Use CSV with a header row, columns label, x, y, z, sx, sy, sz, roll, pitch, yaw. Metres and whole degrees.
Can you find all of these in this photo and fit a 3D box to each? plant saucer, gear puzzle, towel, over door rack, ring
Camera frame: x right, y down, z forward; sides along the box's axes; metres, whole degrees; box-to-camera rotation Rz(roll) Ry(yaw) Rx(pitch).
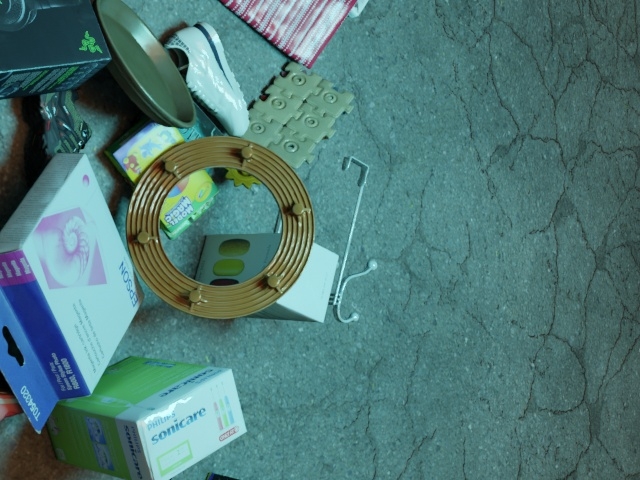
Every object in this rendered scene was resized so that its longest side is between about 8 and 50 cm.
label,x,y,z,sx,sy,sz,roll,pitch,yaw
plant saucer,-0.314,-0.307,1.812,0.278,0.041,0.278,54,12,-18
gear puzzle,-0.076,-0.214,2.099,0.339,0.175,0.044,-54,168,-32
towel,-0.063,-0.500,2.107,0.274,0.031,0.199,33,95,-33
over door rack,0.000,0.000,2.091,0.108,0.239,0.325,10,83,-44
ring,-0.177,-0.028,1.837,0.336,0.032,0.337,1,77,-6

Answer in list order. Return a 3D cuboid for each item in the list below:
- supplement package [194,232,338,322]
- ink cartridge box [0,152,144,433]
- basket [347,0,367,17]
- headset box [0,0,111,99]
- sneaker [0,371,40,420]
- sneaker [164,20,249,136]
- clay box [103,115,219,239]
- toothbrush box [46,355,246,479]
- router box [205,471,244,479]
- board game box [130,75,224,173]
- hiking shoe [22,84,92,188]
label,x,y,z,sx,sy,sz,roll,pitch,yaw
supplement package,-0.109,0.071,1.974,0.133,0.244,0.139,28,69,-43
ink cartridge box,-0.411,0.084,1.659,0.330,0.071,0.324,-71,155,-46
basket,0.049,-0.572,2.249,0.113,0.103,0.167,49,57,-34
headset box,-0.496,-0.356,1.624,0.283,0.131,0.247,-17,86,-45
sneaker,-0.576,0.270,1.612,0.313,0.116,0.136,-1,117,-51
sneaker,-0.218,-0.298,1.996,0.094,0.090,0.235,-35,110,-27
clay box,-0.282,-0.116,1.914,0.127,0.053,0.222,-44,120,-17
toothbrush box,-0.300,0.296,1.747,0.206,0.283,0.122,-25,107,-44
router box,-0.055,0.561,2.025,0.309,0.242,0.081,40,62,-38
board game box,-0.264,-0.205,1.975,0.186,0.026,0.126,48,58,-34
hiking shoe,-0.434,-0.161,1.757,0.114,0.086,0.227,-2,90,-42
